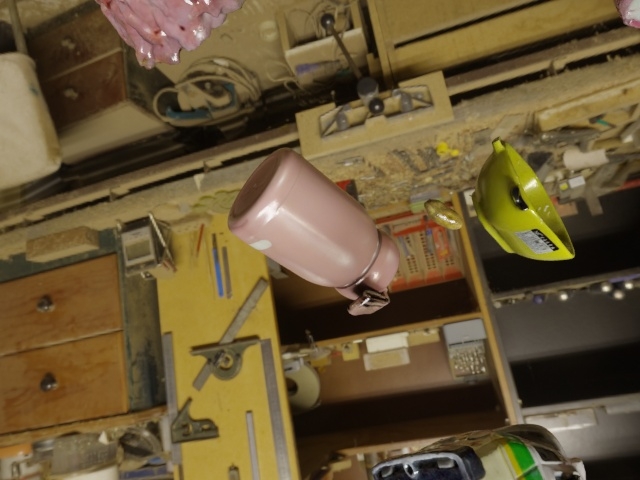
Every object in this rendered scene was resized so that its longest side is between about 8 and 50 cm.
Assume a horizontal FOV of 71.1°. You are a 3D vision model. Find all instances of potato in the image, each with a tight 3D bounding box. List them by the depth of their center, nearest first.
[{"bbox_3d":[0.253,-0.053,0.927,0.046,0.092,0.045,-51,178,-40],"label":"potato"}]

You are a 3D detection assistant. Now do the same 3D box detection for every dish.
[{"bbox_3d":[0.370,-0.059,0.860,0.108,0.221,0.262,-32,136,32],"label":"dish"}]

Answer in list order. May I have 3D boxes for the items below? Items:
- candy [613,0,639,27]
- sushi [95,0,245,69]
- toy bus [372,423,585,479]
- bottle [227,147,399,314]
[{"bbox_3d":[0.382,-0.284,0.491,0.103,0.043,0.103,-2,151,-1],"label":"candy"},{"bbox_3d":[-0.111,-0.285,0.364,0.171,0.270,0.237,38,166,-33],"label":"sushi"},{"bbox_3d":[0.189,0.319,0.391,0.179,0.305,0.143,-8,155,-32],"label":"toy bus"},{"bbox_3d":[0.000,0.000,0.778,0.297,0.206,0.173,36,121,-25],"label":"bottle"}]
